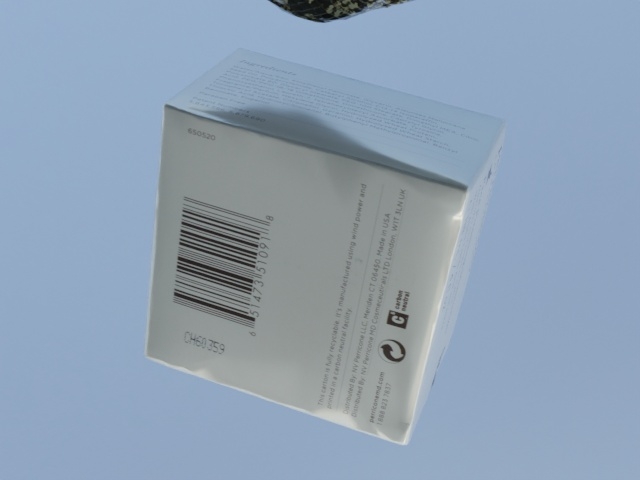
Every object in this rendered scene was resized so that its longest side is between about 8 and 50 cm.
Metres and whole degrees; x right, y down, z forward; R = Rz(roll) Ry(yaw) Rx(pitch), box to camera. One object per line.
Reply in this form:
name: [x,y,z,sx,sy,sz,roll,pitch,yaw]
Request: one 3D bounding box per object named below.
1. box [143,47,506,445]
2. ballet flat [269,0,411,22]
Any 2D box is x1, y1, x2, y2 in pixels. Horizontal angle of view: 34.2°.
box: [0.000,0.000,0.642,0.182,0.119,0.181,16,-59,12]
ballet flat: [0.129,-0.200,0.462,0.483,0.182,0.164,-5,-95,30]
